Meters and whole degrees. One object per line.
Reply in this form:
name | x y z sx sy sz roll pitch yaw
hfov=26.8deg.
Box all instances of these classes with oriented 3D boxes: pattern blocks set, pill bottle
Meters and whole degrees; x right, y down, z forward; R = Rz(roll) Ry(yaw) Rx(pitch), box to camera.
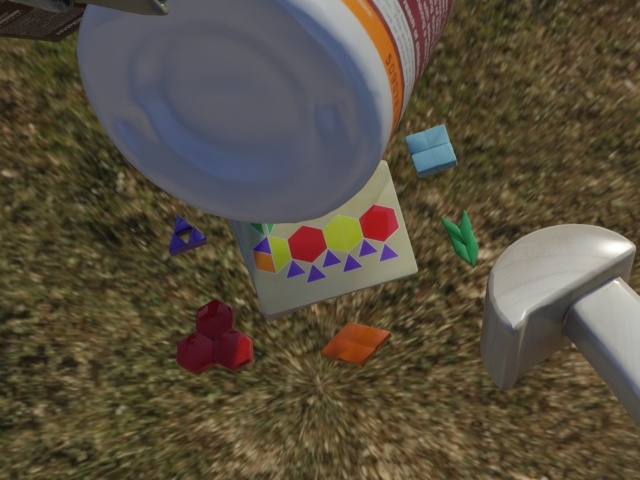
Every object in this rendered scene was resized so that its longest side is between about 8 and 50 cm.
pattern blocks set | 0.000 0.000 1.416 0.325 0.026 0.285 -9 68 7
pill bottle | -0.002 -0.215 1.017 0.224 0.224 0.392 25 47 3

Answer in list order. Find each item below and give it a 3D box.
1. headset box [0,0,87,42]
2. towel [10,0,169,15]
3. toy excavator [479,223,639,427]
headset box | -0.364 -0.322 1.312 0.110 0.293 0.218 -22 78 40
towel | -0.219 -0.171 0.388 0.324 0.312 0.056 8 64 12
toy excavator | 0.241 0.223 0.862 0.433 0.222 0.445 22 52 20
